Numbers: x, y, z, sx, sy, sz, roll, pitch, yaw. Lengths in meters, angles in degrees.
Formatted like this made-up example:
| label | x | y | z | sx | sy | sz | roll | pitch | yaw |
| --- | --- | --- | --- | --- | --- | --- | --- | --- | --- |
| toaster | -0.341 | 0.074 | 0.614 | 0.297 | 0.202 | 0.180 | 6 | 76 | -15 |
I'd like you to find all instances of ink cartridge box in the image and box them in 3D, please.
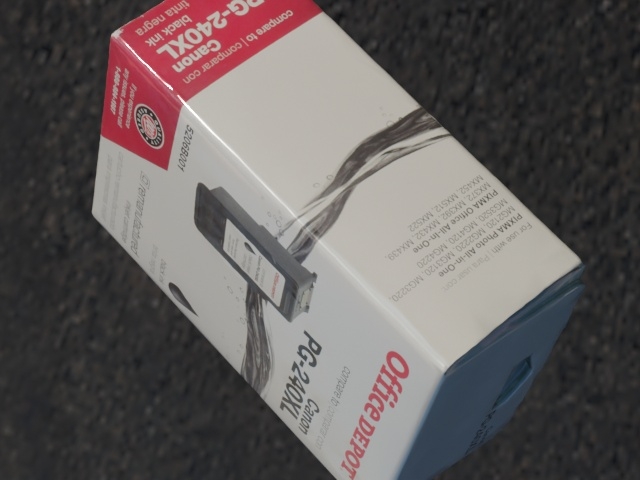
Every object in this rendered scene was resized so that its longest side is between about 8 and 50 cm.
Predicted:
| label | x | y | z | sx | sy | sz | roll | pitch | yaw |
| --- | --- | --- | --- | --- | --- | --- | --- | --- | --- |
| ink cartridge box | 0.000 | 0.000 | 0.624 | 0.150 | 0.063 | 0.109 | 46 | 152 | 17 |
